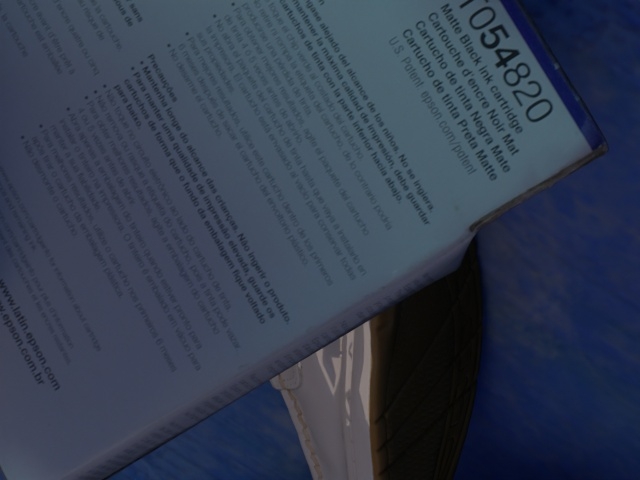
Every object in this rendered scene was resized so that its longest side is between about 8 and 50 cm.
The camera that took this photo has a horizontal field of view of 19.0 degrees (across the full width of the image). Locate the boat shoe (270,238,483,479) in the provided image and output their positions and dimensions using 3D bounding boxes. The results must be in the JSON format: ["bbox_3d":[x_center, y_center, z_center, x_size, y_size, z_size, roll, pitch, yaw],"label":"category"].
[{"bbox_3d":[0.000,0.000,0.752,0.096,0.098,0.277,8,121,27],"label":"boat shoe"}]

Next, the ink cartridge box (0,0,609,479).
[{"bbox_3d":[-0.053,-0.060,0.639,0.224,0.045,0.223,-31,79,7],"label":"ink cartridge box"}]
